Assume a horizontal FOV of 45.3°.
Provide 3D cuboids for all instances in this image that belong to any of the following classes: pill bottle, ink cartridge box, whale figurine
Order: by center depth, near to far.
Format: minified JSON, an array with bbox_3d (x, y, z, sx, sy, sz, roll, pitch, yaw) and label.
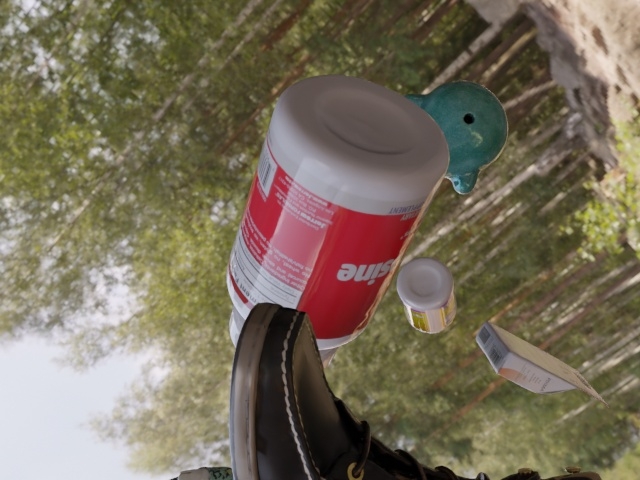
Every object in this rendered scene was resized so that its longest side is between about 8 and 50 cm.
[{"bbox_3d":[0.086,0.047,0.613,0.043,0.043,0.083,58,177,27],"label":"pill bottle"},{"bbox_3d":[0.000,0.000,1.058,0.228,0.408,0.229,12,-140,-11],"label":"pill bottle"},{"bbox_3d":[0.336,0.201,1.181,0.179,0.045,0.145,31,-170,-8],"label":"ink cartridge box"},{"bbox_3d":[0.214,-0.178,1.392,0.216,0.272,0.141,58,175,2],"label":"whale figurine"}]

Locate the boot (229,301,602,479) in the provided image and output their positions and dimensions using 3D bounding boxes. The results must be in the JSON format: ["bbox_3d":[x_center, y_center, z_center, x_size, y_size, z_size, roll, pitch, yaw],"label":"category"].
[{"bbox_3d":[0.089,0.214,0.643,0.138,0.284,0.378,-62,-35,-61],"label":"boot"}]

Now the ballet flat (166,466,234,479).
[{"bbox_3d":[-0.228,0.407,1.245,0.070,0.188,0.070,57,-164,-26],"label":"ballet flat"}]
